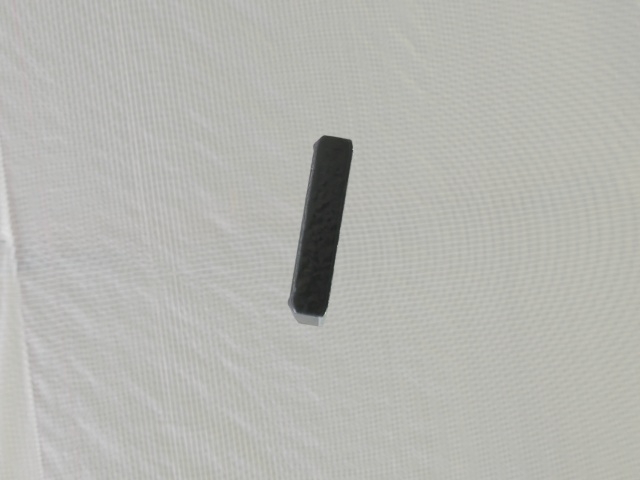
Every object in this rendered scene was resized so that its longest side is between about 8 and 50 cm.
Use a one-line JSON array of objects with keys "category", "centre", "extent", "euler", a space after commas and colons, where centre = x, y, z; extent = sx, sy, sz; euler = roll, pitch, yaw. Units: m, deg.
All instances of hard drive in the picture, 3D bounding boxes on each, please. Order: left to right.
[{"category": "hard drive", "centre": [0.000, 0.000, 0.577], "extent": [0.022, 0.135, 0.094], "euler": [9, -97, 1]}]
